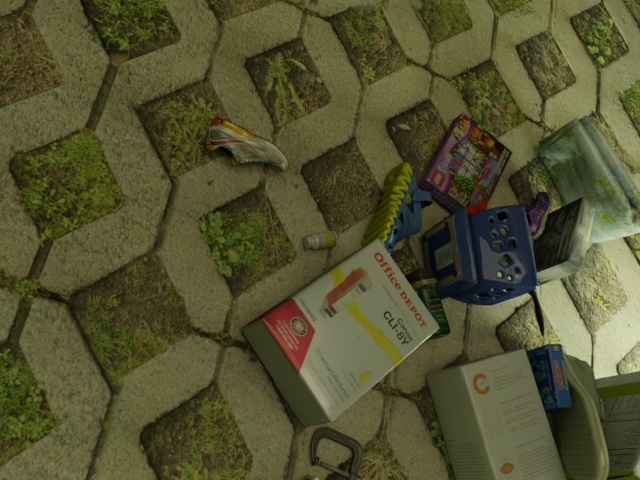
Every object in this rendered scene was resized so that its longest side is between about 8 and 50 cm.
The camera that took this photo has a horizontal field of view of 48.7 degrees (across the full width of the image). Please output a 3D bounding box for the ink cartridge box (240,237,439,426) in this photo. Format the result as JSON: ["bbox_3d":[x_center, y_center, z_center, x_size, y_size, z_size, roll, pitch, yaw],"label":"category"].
[{"bbox_3d":[0.053,0.212,1.689,0.384,0.160,0.279,-34,89,-31],"label":"ink cartridge box"}]

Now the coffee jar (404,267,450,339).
[{"bbox_3d":[0.273,0.167,1.850,0.079,0.096,0.185,-6,76,-30],"label":"coffee jar"}]

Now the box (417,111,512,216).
[{"bbox_3d":[0.428,-0.210,2.078,0.200,0.057,0.293,36,61,-10],"label":"box"}]

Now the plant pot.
[{"bbox_3d":[0.411,0.042,1.887,0.212,0.236,0.236,2,72,-20],"label":"plant pot"}]

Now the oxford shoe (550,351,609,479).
[{"bbox_3d":[0.668,0.439,1.810,0.130,0.169,0.449,18,28,-7],"label":"oxford shoe"}]

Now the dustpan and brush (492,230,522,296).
[{"bbox_3d":[0.562,0.065,2.046,0.147,0.060,0.211,11,68,-23],"label":"dustpan and brush"}]

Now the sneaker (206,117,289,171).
[{"bbox_3d":[-0.185,-0.222,1.780,0.225,0.088,0.093,23,84,-17],"label":"sneaker"}]

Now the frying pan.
[{"bbox_3d":[0.573,0.082,1.971,0.053,0.197,0.326,-7,111,10],"label":"frying pan"}]

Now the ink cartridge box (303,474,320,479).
[{"bbox_3d":[-0.005,0.641,1.594,0.179,0.045,0.145,52,57,-23],"label":"ink cartridge box"}]

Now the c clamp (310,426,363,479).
[{"bbox_3d":[0.040,0.518,1.657,0.160,0.022,0.137,34,62,-13],"label":"c clamp"}]

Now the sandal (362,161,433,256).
[{"bbox_3d":[0.216,-0.058,1.889,0.138,0.126,0.318,34,63,-17],"label":"sandal"}]

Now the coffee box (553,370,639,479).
[{"bbox_3d":[0.851,0.579,1.848,0.337,0.338,0.334,43,60,-7],"label":"coffee box"}]

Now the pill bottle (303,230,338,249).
[{"bbox_3d":[0.000,0.000,1.805,0.083,0.043,0.044,-7,76,-27],"label":"pill bottle"}]

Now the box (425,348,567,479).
[{"bbox_3d":[0.439,0.472,1.784,0.214,0.168,0.346,-9,77,-28],"label":"box"}]

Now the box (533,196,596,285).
[{"bbox_3d":[0.700,0.005,2.065,0.056,0.183,0.231,31,61,-14],"label":"box"}]

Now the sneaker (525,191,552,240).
[{"bbox_3d":[0.650,-0.083,2.140,0.071,0.068,0.170,28,63,-8],"label":"sneaker"}]

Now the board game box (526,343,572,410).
[{"bbox_3d":[0.559,0.370,1.849,0.047,0.210,0.160,4,68,-20],"label":"board game box"}]

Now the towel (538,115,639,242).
[{"bbox_3d":[0.797,-0.172,2.098,0.090,0.320,0.375,-30,86,-3],"label":"towel"}]
